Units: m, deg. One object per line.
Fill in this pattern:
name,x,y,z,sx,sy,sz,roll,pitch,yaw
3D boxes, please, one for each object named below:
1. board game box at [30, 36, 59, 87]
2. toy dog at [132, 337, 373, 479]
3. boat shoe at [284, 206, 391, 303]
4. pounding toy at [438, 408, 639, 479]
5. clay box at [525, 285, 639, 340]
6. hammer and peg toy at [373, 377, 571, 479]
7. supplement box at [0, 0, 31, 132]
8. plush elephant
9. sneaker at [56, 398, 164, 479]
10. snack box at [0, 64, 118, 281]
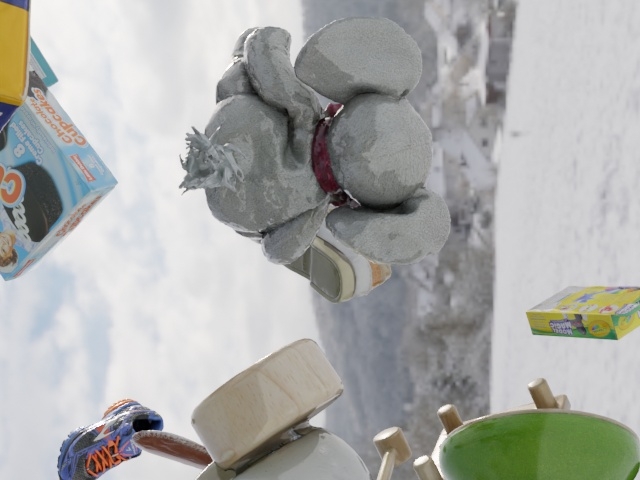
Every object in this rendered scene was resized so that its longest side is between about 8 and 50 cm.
board game box,-0.553,-0.259,1.383,0.254,0.336,0.079,60,-140,-10
toy dog,-0.045,0.191,0.610,0.220,0.161,0.334,55,163,31
boat shoe,0.000,0.000,1.587,0.302,0.103,0.113,47,139,44
pounding toy,0.218,0.249,0.890,0.237,0.183,0.110,31,-133,-34
clay box,0.481,0.123,1.686,0.222,0.127,0.053,-2,110,56
hammer and peg toy,0.256,0.387,1.717,0.127,0.361,0.266,64,-155,-10
supplement box,-0.437,-0.191,0.784,0.194,0.356,0.195,-33,55,48
plush elephant,0.012,-0.099,1.056,0.330,0.255,0.272,-54,-37,-76
sneaker,-0.326,0.317,1.523,0.221,0.087,0.083,-45,-50,-53
snack box,-0.404,-0.133,1.173,0.322,0.187,0.060,52,-152,5
